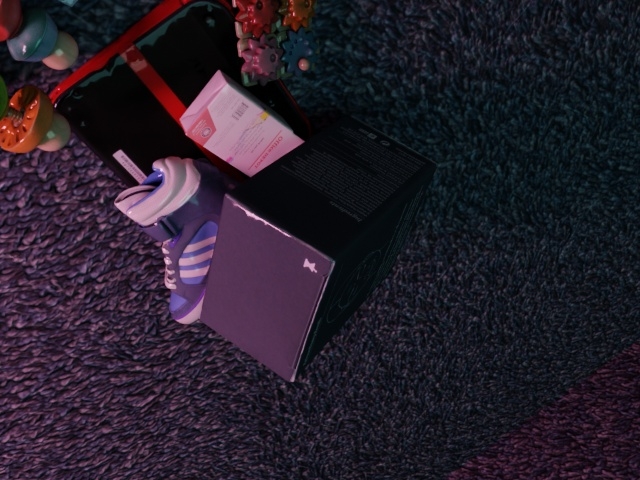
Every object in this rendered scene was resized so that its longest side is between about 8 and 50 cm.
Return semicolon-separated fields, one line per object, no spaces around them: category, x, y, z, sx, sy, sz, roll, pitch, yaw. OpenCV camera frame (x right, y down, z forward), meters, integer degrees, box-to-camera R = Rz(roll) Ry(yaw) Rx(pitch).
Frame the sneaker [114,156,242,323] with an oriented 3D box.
sneaker;-0.276;-0.006;1.270;0.236;0.130;0.323;21;116;-26

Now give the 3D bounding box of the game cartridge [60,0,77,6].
game cartridge;-0.396;-0.397;1.052;0.056;0.017;0.083;-47;130;2

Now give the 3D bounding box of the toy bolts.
toy bolts;-0.466;-0.242;1.047;0.158;0.218;0.229;25;74;-51

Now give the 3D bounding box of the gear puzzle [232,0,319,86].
gear puzzle;-0.069;-0.433;1.151;0.175;0.044;0.339;-22;120;-34

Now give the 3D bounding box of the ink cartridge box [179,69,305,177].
ink cartridge box;-0.132;-0.191;1.229;0.198;0.067;0.115;33;105;-37

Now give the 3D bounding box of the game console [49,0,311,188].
game console;-0.225;-0.217;1.249;0.342;0.060;0.386;-36;130;3

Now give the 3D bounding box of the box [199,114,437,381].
box;0.000;0.000;1.258;0.395;0.212;0.294;-42;157;-48
